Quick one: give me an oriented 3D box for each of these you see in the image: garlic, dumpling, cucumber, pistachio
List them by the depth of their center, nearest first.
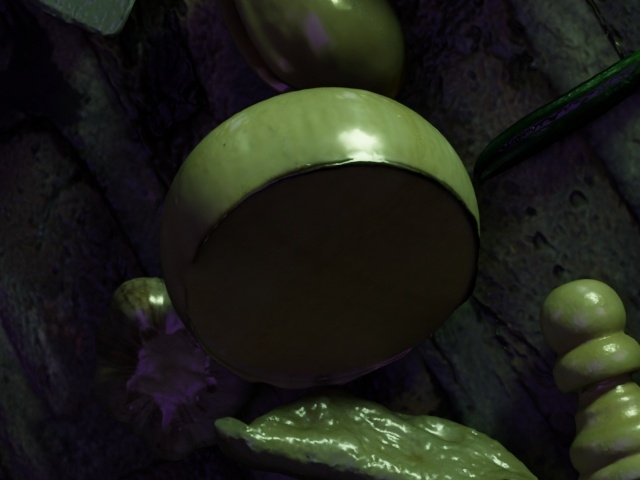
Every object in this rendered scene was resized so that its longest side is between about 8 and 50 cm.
[{"bbox_3d":[0.078,0.182,1.436,0.332,0.166,0.086,17,79,0],"label":"dumpling"},{"bbox_3d":[0.199,-0.103,1.449,0.184,0.036,0.033,-31,72,14],"label":"cucumber"},{"bbox_3d":[-0.009,-0.192,1.465,0.144,0.144,0.215,-33,75,15],"label":"pistachio"},{"bbox_3d":[-0.125,0.103,1.518,0.147,0.102,0.159,-21,96,3],"label":"garlic"}]

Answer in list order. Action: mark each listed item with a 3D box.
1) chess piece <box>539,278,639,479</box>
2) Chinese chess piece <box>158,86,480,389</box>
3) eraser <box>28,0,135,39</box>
[{"bbox_3d":[0.231,0.113,1.420,0.094,0.094,0.171,-18,78,16],"label":"chess piece"},{"bbox_3d":[0.000,0.000,1.403,0.257,0.257,0.104,-36,42,14],"label":"Chinese chess piece"},{"bbox_3d":[-0.295,-0.291,1.577,0.352,0.077,0.111,27,99,15],"label":"eraser"}]
